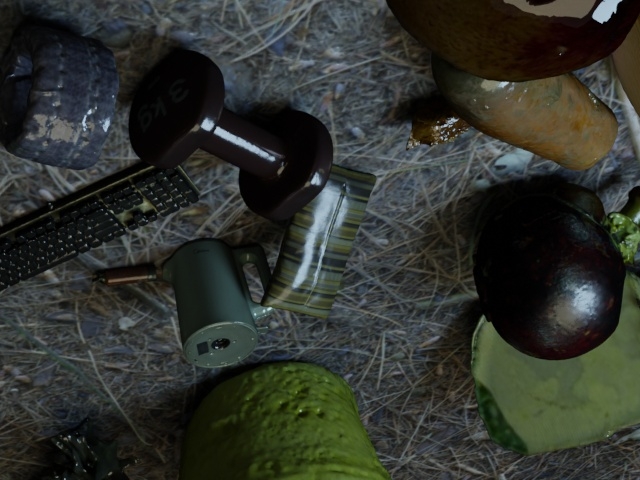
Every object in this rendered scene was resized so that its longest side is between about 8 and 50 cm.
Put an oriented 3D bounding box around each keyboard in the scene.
[{"bbox_3d":[-0.307,-0.017,1.817,0.317,0.027,0.106,-24,143,9],"label":"keyboard"}]

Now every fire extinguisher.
[{"bbox_3d":[-0.258,0.048,1.922,0.083,0.022,0.028,-7,172,-14],"label":"fire extinguisher"}]

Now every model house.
[{"bbox_3d":[0.418,0.163,2.210,0.321,0.261,0.266,-22,172,33],"label":"model house"}]

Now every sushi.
[{"bbox_3d":[0.156,-0.146,1.816,0.118,0.061,0.060,-18,131,-2],"label":"sushi"}]

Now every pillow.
[{"bbox_3d":[0.000,0.000,1.883,0.113,0.038,0.203,13,99,-37],"label":"pillow"}]

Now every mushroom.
[{"bbox_3d":[0.231,-0.354,1.491,0.334,0.356,0.331,20,145,13],"label":"mushroom"}]

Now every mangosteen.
[{"bbox_3d":[0.346,0.029,1.981,0.289,0.231,0.231,-29,142,1],"label":"mangosteen"}]

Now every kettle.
[{"bbox_3d":[-0.132,0.073,1.902,0.127,0.148,0.098,-30,140,18],"label":"kettle"}]

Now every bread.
[{"bbox_3d":[-0.050,0.366,2.168,0.348,0.308,0.348,-6,139,-5],"label":"bread"}]

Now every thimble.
[{"bbox_3d":[-0.283,-0.152,1.560,0.097,0.150,0.150,9,135,-29],"label":"thimble"}]

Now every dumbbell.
[{"bbox_3d":[-0.102,-0.118,1.694,0.140,0.124,0.225,-40,138,27],"label":"dumbbell"}]

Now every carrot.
[{"bbox_3d":[0.241,-0.174,1.759,0.138,0.139,0.302,-35,140,21],"label":"carrot"}]

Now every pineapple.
[{"bbox_3d":[-0.368,0.383,2.205,0.169,0.169,0.340,-2,134,-20],"label":"pineapple"}]

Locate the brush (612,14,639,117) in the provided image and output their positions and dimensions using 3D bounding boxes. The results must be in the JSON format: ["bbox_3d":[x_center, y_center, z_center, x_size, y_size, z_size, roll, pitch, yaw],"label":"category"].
[{"bbox_3d":[0.450,-0.243,1.749,0.166,0.174,0.267,-33,124,-4],"label":"brush"}]
